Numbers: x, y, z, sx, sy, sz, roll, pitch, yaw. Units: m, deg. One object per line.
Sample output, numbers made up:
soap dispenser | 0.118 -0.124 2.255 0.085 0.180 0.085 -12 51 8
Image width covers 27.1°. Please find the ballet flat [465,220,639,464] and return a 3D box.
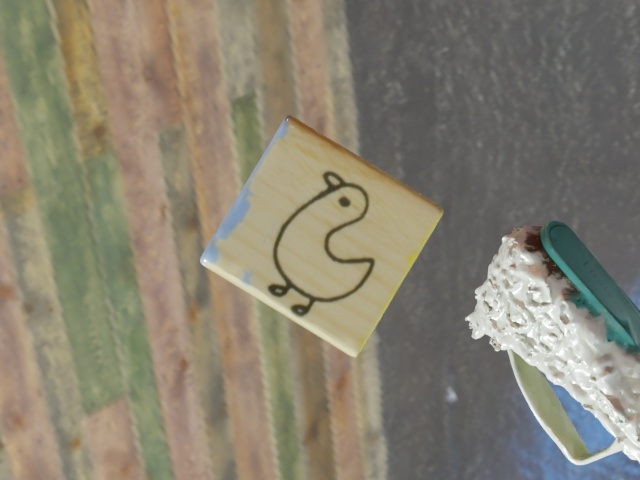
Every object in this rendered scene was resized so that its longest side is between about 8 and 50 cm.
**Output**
ballet flat | 0.276 0.161 1.092 0.409 0.147 0.147 50 147 20

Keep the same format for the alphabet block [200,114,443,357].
alphabet block | 0.000 0.000 1.478 0.197 0.192 0.193 30 178 1
